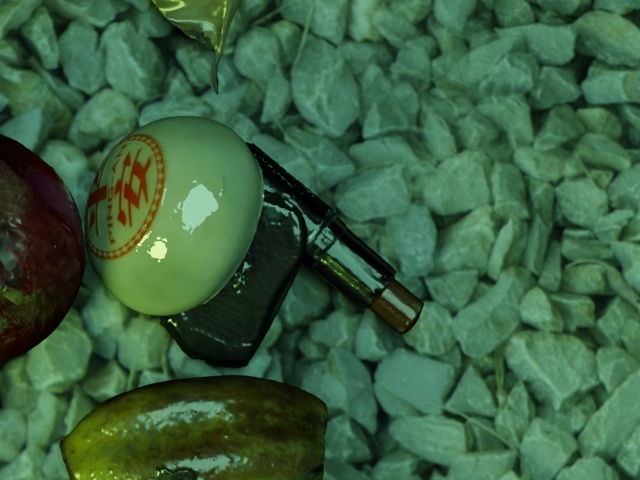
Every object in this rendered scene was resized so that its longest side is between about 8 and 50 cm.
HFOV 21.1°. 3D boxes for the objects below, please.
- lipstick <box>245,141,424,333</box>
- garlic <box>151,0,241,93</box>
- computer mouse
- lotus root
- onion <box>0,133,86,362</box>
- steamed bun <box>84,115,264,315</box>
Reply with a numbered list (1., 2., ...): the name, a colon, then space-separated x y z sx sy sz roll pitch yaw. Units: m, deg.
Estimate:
1. lipstick: 0.000 0.000 2.041 0.299 0.081 0.081 39 70 2
2. garlic: -0.194 -0.362 2.087 0.338 0.151 0.196 39 97 -9
3. computer mouse: -0.095 0.043 1.992 0.122 0.073 0.217 30 93 -1
4. lotus root: -0.139 0.244 1.887 0.291 0.193 0.193 1 75 -13
5. onion: -0.388 0.006 1.851 0.276 0.276 0.276 4 74 -13
6. steamed bun: -0.179 -0.037 1.921 0.145 0.232 0.232 28 67 -36
